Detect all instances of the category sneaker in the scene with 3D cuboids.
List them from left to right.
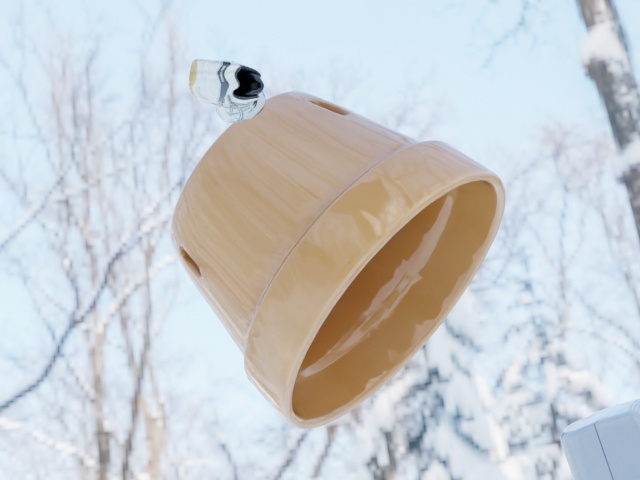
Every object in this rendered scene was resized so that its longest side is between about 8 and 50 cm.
[{"bbox_3d":[-0.049,-0.091,0.932,0.037,0.032,0.083,2,-5,23],"label":"sneaker"}]

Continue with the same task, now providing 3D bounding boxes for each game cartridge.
[{"bbox_3d":[0.222,0.200,0.916,0.062,0.198,0.297,-26,-25,14],"label":"game cartridge"}]

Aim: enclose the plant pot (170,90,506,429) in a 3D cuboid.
[{"bbox_3d":[0.000,0.000,1.382,0.291,0.203,0.291,-41,-24,-23],"label":"plant pot"}]
